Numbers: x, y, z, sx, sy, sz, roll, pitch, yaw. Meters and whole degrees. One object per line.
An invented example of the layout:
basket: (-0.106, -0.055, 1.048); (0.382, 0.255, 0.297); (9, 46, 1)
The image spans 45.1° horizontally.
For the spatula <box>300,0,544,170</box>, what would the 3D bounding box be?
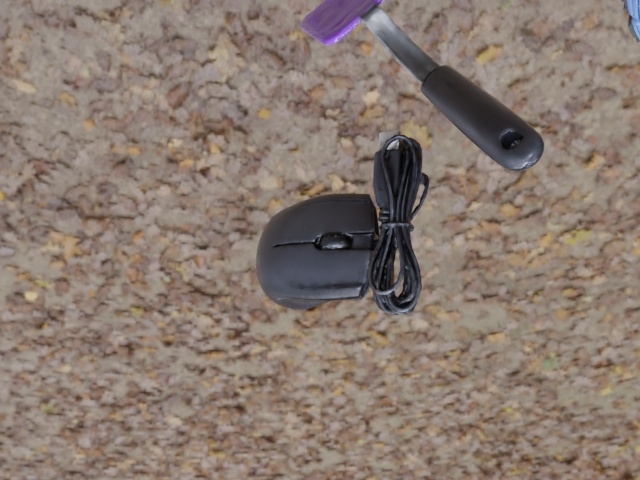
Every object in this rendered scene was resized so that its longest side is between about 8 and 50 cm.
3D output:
spatula: (0.066, -0.131, 0.548); (0.084, 0.296, 0.030); (-41, 136, 6)

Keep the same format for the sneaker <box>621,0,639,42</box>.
sneaker: (0.206, -0.158, 0.403); (0.087, 0.083, 0.221); (18, 175, 40)

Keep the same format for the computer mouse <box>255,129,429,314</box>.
computer mouse: (0.000, 0.000, 0.838); (0.072, 0.188, 0.272); (14, 160, -33)
